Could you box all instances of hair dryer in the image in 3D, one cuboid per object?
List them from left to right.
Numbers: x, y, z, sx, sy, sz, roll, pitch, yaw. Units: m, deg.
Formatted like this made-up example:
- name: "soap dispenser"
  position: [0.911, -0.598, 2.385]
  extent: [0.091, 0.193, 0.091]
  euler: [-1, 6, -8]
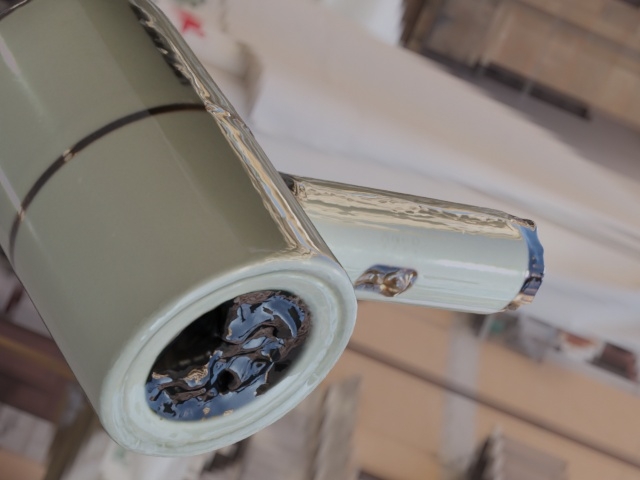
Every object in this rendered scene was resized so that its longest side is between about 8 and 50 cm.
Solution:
- name: "hair dryer"
  position: [0.000, 0.000, 1.001]
  extent: [0.128, 0.362, 0.203]
  euler: [-54, -129, 25]
